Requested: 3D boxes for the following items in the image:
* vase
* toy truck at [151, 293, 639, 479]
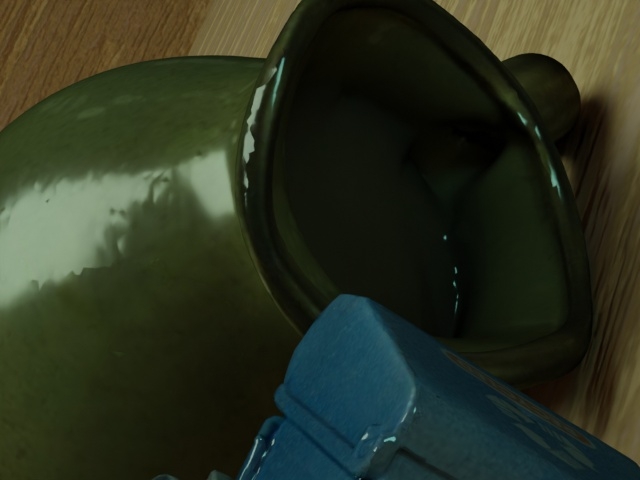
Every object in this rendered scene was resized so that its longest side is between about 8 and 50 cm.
[{"bbox_3d":[0.000,0.000,0.874,0.302,0.241,0.329,-34,1,43],"label":"vase"},{"bbox_3d":[-0.021,0.196,0.577,0.367,0.146,0.175,-65,16,-18],"label":"toy truck"}]
